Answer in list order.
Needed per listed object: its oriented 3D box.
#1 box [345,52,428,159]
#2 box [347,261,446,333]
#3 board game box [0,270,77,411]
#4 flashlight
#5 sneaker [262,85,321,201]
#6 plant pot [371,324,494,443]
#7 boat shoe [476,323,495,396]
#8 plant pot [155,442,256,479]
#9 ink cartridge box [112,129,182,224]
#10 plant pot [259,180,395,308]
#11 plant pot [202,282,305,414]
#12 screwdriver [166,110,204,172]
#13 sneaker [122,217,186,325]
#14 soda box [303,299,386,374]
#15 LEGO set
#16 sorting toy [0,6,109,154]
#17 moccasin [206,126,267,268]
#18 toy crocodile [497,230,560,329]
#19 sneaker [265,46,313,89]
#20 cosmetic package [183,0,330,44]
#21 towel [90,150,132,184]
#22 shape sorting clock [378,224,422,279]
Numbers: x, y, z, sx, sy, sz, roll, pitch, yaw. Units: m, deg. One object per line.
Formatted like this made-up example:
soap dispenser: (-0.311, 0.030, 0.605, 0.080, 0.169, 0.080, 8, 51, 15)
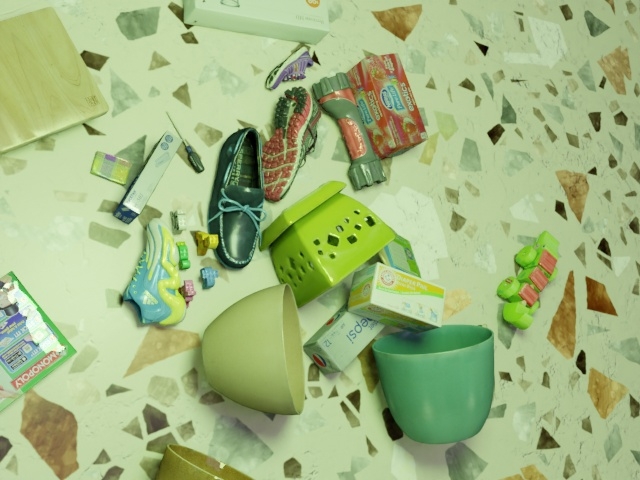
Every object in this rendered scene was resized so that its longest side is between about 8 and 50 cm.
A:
box: (0.172, -0.358, 2.052, 0.123, 0.128, 0.256, -16, 85, -31)
box: (0.184, 0.141, 1.825, 0.203, 0.114, 0.103, 20, 66, -21)
board game box: (-0.670, 0.237, 1.474, 0.317, 0.046, 0.213, -40, 98, -31)
flashlight: (0.073, -0.284, 2.000, 0.103, 0.103, 0.304, -18, 89, -72)
sneaker: (-0.065, -0.232, 1.901, 0.112, 0.121, 0.299, 38, 66, -50)
plant pot: (0.284, 0.351, 1.845, 0.293, 0.293, 0.235, -11, 96, -31)
boat shoe: (0.435, 0.332, 2.065, 0.065, 0.075, 0.206, -8, 84, 13)
plant pot: (-0.259, 0.575, 1.528, 0.237, 0.237, 0.254, 30, 80, -19)
ink cartridge box: (-0.387, -0.141, 1.703, 0.046, 0.097, 0.207, 33, 63, -18)
plant pot: (0.000, 0.000, 1.811, 0.227, 0.228, 0.207, -37, 88, -31)
plant pot: (-0.149, 0.244, 1.658, 0.191, 0.284, 0.284, -6, 78, 5)
screwdriver: (-0.322, -0.237, 1.808, 0.024, 0.025, 0.169, -29, 92, -32)
sneaker: (-0.372, 0.072, 1.657, 0.126, 0.091, 0.240, -11, 83, -30)
soda box: (0.091, 0.201, 1.878, 0.286, 0.091, 0.098, -42, 97, -31)
LEGO set: (-0.275, 0.031, 1.720, 0.087, 0.093, 0.227, -3, 78, -30)
sorting toy: (-0.633, -0.333, 1.623, 0.255, 0.089, 0.257, -30, 93, -31)
moccasin: (-0.197, -0.107, 1.787, 0.138, 0.117, 0.341, 3, 75, -28)
toy crocodile: (0.609, 0.110, 2.182, 0.115, 0.105, 0.340, 44, 60, -12)
sneaker: (-0.073, -0.439, 1.977, 0.170, 0.068, 0.071, -46, 106, -31)
cosmetic package: (-0.168, -0.679, 1.973, 0.377, 0.097, 0.284, 1, 79, -29)
towel: (-0.470, -0.163, 1.714, 0.083, 0.009, 0.060, 19, 69, -23)
shape sorting clock: (0.195, 0.040, 1.962, 0.206, 0.040, 0.206, 41, 32, -32)
